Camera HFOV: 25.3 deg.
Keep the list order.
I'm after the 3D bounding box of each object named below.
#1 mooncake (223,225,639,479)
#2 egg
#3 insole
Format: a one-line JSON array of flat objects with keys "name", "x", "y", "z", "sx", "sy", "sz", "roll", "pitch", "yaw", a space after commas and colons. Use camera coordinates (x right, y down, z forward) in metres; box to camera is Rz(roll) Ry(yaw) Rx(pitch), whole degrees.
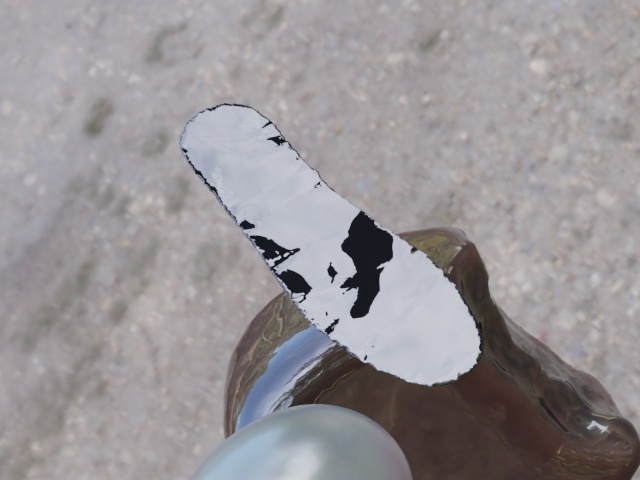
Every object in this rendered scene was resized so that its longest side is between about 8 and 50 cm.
[{"name": "mooncake", "x": 0.084, "y": 0.142, "z": 1.144, "sx": 0.174, "sy": 0.326, "sz": 0.333, "roll": -86, "pitch": 11, "yaw": -64}, {"name": "egg", "x": -0.014, "y": 0.135, "z": 0.663, "sx": 0.135, "sy": 0.103, "sz": 0.103, "roll": -41, "pitch": 31, "yaw": -29}, {"name": "insole", "x": 0.000, "y": 0.000, "z": 0.818, "sx": 0.080, "sy": 0.003, "sz": 0.232, "roll": -36, "pitch": 66, "yaw": -21}]
